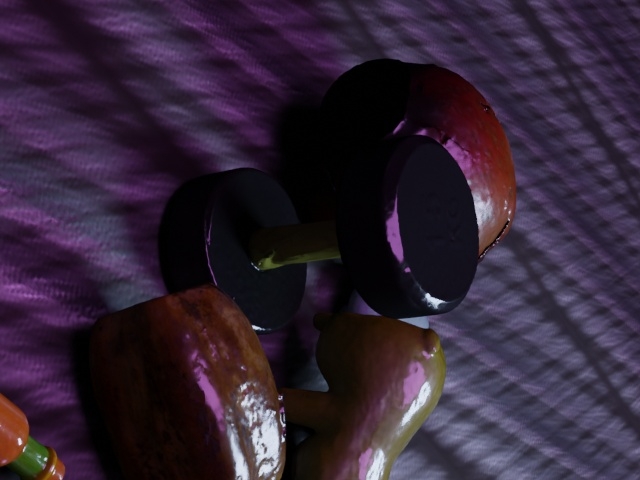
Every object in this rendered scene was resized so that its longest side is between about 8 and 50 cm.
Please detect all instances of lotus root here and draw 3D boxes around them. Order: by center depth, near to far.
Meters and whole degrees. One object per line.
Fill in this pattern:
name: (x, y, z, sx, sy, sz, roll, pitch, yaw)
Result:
lotus root: (-0.130, 0.186, 1.503, 0.193, 0.193, 0.291, -30, 106, -54)

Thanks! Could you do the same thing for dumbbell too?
dumbbell: (0.000, 0.000, 1.607, 0.203, 0.322, 0.204, 17, 68, -53)

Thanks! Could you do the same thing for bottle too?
bottle: (-0.313, 0.182, 1.333, 0.187, 0.069, 0.069, 47, 46, -38)

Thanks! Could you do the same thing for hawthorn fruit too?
hawthorn fruit: (0.114, -0.091, 1.839, 0.316, 0.316, 0.316, 18, 68, -53)

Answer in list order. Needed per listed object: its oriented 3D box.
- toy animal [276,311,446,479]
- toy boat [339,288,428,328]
toy animal: (0.024, 0.262, 1.743, 0.181, 0.180, 0.363, 38, 75, -37)
toy boat: (0.088, 0.127, 1.947, 0.207, 0.079, 0.134, 43, 50, -57)
